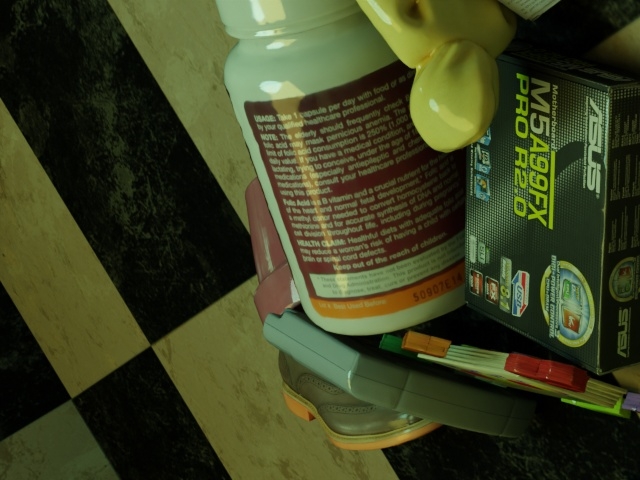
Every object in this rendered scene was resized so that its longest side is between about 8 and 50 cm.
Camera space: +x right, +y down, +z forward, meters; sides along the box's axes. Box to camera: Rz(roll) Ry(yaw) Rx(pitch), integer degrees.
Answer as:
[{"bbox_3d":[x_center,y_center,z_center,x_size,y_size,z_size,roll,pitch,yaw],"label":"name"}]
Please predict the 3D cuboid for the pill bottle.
[{"bbox_3d":[0.034,-0.122,1.773,0.224,0.224,0.392,18,132,56],"label":"pill bottle"}]

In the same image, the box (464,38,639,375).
[{"bbox_3d":[0.219,-0.038,1.613,0.216,0.060,0.270,30,125,55],"label":"box"}]

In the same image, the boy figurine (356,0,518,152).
[{"bbox_3d":[0.109,-0.212,1.575,0.092,0.177,0.285,-42,58,51],"label":"boy figurine"}]

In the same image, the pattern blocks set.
[{"bbox_3d":[0.206,0.134,1.762,0.285,0.026,0.325,21,171,-41],"label":"pattern blocks set"}]

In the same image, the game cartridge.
[{"bbox_3d":[0.098,0.153,1.952,0.196,0.294,0.060,21,93,50],"label":"game cartridge"}]

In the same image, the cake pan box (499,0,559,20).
[{"bbox_3d":[0.141,-0.305,1.427,0.246,0.070,0.267,33,159,-9],"label":"cake pan box"}]

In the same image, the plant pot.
[{"bbox_3d":[0.000,0.000,2.050,0.201,0.201,0.180,117,134,-62],"label":"plant pot"}]

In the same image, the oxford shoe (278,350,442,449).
[{"bbox_3d":[0.039,0.177,2.242,0.364,0.130,0.132,12,123,58],"label":"oxford shoe"}]
